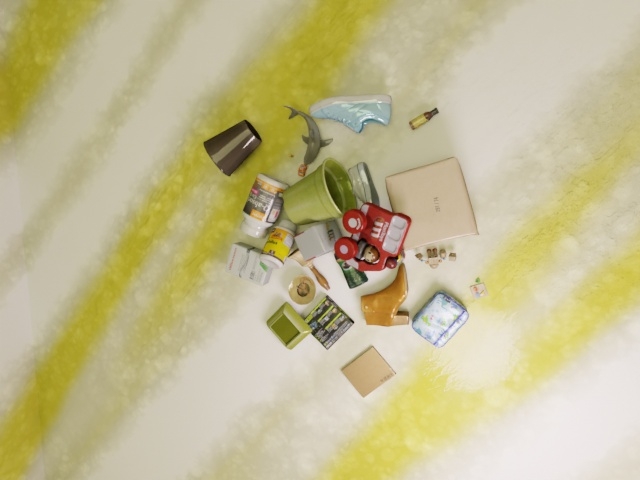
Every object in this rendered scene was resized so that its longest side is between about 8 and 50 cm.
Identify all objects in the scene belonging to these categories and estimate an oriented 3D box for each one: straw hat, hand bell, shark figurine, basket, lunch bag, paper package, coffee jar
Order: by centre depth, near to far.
[{"bbox_3d":[0.457,-0.147,1.669,0.310,0.168,0.324,-15,91,16],"label":"paper package"},{"bbox_3d":[0.519,0.340,1.733,0.176,0.090,0.219,40,105,6],"label":"lunch bag"},{"bbox_3d":[-0.054,-0.501,1.812,0.166,0.116,0.278,-21,91,15],"label":"shark figurine"},{"bbox_3d":[0.138,0.121,1.824,0.096,0.079,0.184,-26,88,19],"label":"coffee jar"},{"bbox_3d":[-0.034,0.136,1.877,0.126,0.126,0.242,-34,98,16],"label":"hand bell"},{"bbox_3d":[-0.405,-0.453,1.896,0.227,0.154,0.204,-35,87,12],"label":"basket"},{"bbox_3d":[-0.078,0.231,1.903,0.145,0.061,0.144,0,91,12],"label":"straw hat"}]

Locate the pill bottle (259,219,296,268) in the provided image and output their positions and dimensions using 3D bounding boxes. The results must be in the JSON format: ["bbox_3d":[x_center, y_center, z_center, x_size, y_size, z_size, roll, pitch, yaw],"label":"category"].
[{"bbox_3d":[-0.189,0.015,1.852,0.117,0.117,0.214,17,66,14],"label":"pill bottle"}]

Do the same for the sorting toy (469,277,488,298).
[{"bbox_3d":[0.674,0.205,1.716,0.062,0.012,0.083,-21,89,17],"label":"sorting toy"}]

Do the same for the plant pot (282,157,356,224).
[{"bbox_3d":[-0.017,-0.187,1.767,0.254,0.276,0.275,-20,89,28],"label":"plant pot"}]

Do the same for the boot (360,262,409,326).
[{"bbox_3d":[0.283,0.244,1.782,0.212,0.104,0.294,0,99,15],"label":"boot"}]

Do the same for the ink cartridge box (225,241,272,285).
[{"bbox_3d":[-0.339,0.111,1.952,0.209,0.087,0.152,21,100,12],"label":"ink cartridge box"}]

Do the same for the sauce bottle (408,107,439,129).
[{"bbox_3d":[0.440,-0.519,1.706,0.128,0.042,0.042,-28,87,18],"label":"sauce bottle"}]

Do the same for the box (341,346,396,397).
[{"bbox_3d":[0.223,0.614,1.872,0.201,0.021,0.164,-42,83,15],"label":"box"}]

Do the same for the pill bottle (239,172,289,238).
[{"bbox_3d":[-0.266,-0.160,1.871,0.162,0.162,0.278,26,101,12],"label":"pill bottle"}]

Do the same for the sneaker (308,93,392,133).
[{"bbox_3d":[0.125,-0.542,1.745,0.366,0.135,0.150,-1,91,17],"label":"sneaker"}]

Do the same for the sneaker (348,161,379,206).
[{"bbox_3d":[0.193,-0.215,1.786,0.091,0.094,0.257,-18,84,32],"label":"sneaker"}]

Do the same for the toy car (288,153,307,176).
[{"bbox_3d":[-0.117,-0.351,1.876,0.122,0.040,0.060,38,103,9],"label":"toy car"}]

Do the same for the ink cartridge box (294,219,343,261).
[{"bbox_3d":[0.000,0.000,1.789,0.128,0.176,0.127,-28,84,35],"label":"ink cartridge box"}]

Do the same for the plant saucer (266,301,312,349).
[{"bbox_3d":[-0.163,0.420,1.927,0.188,0.045,0.188,47,119,7],"label":"plant saucer"}]

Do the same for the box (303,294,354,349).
[{"bbox_3d":[0.033,0.388,1.895,0.184,0.045,0.190,44,105,11],"label":"box"}]

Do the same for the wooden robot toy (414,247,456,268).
[{"bbox_3d":[0.499,0.085,1.741,0.174,0.076,0.079,-6,128,16],"label":"wooden robot toy"}]

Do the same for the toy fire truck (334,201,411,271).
[{"bbox_3d":[0.217,0.000,1.656,0.254,0.169,0.302,27,116,26],"label":"toy fire truck"}]

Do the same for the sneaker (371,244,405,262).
[{"bbox_3d":[0.276,0.017,1.770,0.225,0.093,0.088,34,104,12],"label":"sneaker"}]
